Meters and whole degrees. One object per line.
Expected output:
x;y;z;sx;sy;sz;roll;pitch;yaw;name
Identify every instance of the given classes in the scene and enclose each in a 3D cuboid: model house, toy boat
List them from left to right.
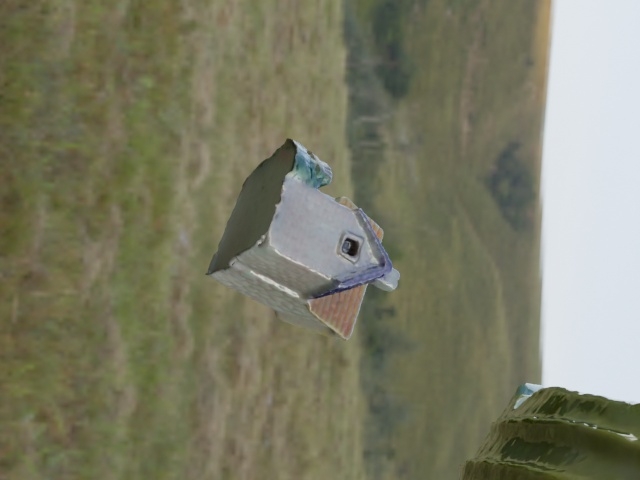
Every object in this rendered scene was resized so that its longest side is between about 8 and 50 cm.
0.000;0.000;0.821;0.100;0.100;0.088;-31;-145;63;model house
0.119;0.116;0.535;0.084;0.111;0.276;-46;-177;-6;toy boat
